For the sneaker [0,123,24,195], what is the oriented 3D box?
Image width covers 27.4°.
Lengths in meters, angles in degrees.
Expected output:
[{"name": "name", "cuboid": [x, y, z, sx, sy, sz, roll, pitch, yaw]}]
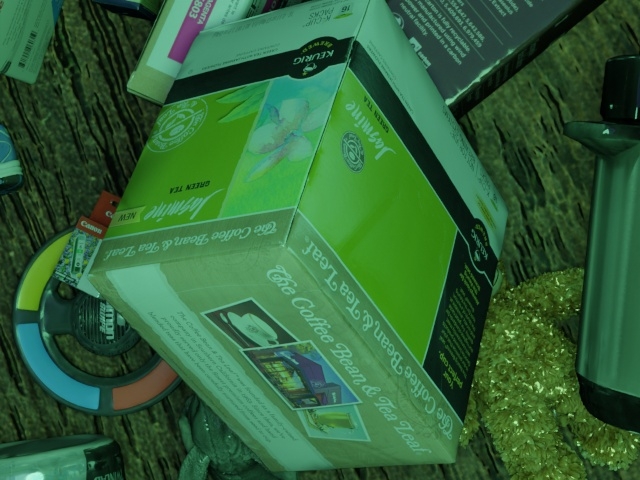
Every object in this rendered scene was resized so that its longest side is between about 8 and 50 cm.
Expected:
[{"name": "sneaker", "cuboid": [-0.454, -0.083, 1.537, 0.211, 0.080, 0.081, -9, 82, -3]}]

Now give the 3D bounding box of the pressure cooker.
[{"name": "pressure cooker", "cuboid": [0.434, -0.019, 1.256, 0.375, 0.370, 0.420, 8, 94, 33]}]

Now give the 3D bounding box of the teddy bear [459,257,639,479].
[{"name": "teddy bear", "cuboid": [0.214, 0.131, 1.430, 0.245, 0.113, 0.338, -18, 87, 4]}]

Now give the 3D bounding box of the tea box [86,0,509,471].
[{"name": "tea box", "cuboid": [0.000, 0.000, 1.257, 0.220, 0.329, 0.323, -10, 45, 31]}]

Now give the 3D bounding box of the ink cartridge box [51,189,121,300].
[{"name": "ink cartridge box", "cuboid": [-0.250, 0.003, 1.490, 0.063, 0.029, 0.115, 25, 85, 11]}]

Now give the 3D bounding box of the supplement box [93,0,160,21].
[{"name": "supplement box", "cuboid": [-0.215, -0.302, 1.500, 0.056, 0.083, 0.083, 13, 92, 7]}]

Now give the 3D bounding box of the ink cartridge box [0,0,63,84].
[{"name": "ink cartridge box", "cuboid": [-0.363, -0.266, 1.457, 0.086, 0.203, 0.148, 21, 92, 7]}]

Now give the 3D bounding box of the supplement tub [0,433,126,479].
[{"name": "supplement tub", "cuboid": [-0.302, 0.393, 1.441, 0.207, 0.207, 0.338, -7, 88, 7]}]

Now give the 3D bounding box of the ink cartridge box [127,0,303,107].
[{"name": "ink cartridge box", "cuboid": [-0.100, -0.239, 1.429, 0.088, 0.193, 0.235, 25, 93, 10]}]

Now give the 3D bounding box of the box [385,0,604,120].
[{"name": "box", "cuboid": [0.235, -0.290, 1.393, 0.381, 0.191, 0.143, -40, 85, 6]}]

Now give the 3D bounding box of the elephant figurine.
[{"name": "elephant figurine", "cuboid": [-0.094, 0.206, 1.400, 0.186, 0.239, 0.169, 42, 94, 6]}]

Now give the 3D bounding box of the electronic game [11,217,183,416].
[{"name": "electronic game", "cuboid": [-0.245, 0.089, 1.517, 0.229, 0.048, 0.229, 0, 88, 7]}]
